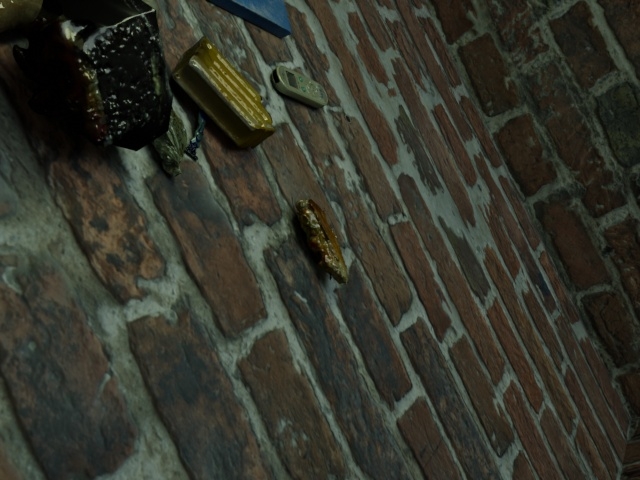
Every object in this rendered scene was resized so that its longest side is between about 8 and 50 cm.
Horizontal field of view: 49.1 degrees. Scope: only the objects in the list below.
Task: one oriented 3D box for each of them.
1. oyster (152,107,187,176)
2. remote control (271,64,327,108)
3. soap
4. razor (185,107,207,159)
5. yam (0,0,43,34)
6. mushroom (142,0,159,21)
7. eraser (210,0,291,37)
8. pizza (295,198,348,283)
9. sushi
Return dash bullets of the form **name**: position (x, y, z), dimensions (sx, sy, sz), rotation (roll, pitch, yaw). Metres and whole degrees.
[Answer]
- **oyster**: position (-0.310, -0.223, 1.413), dimensions (0.125, 0.064, 0.177), rotation (51, 20, -46)
- **remote control**: position (-0.057, -0.420, 1.937), dimensions (0.221, 0.042, 0.078), rotation (10, 61, -52)
- **soap**: position (-0.209, -0.323, 1.591), dimensions (0.257, 0.080, 0.160), rotation (47, 27, -25)
- **razor**: position (-0.263, -0.242, 1.519), dimensions (0.044, 0.028, 0.155), rotation (39, 40, -34)
- **yam**: position (-0.564, -0.354, 1.114), dimensions (0.081, 0.081, 0.357), rotation (58, 30, -10)
- **mushroom**: position (-0.384, -0.481, 1.487), dimensions (0.079, 0.085, 0.085), rotation (12, 44, 1)
- **eraser**: position (-0.203, -0.661, 1.896), dimensions (0.311, 0.042, 0.144), rotation (9, 62, -53)
- **pizza**: position (0.000, 0.000, 1.701), dimensions (0.226, 0.069, 0.147), rotation (64, 10, -6)
- **sushi**: position (-0.384, -0.282, 1.171), dimensions (0.215, 0.227, 0.212), rotation (34, 49, 10)
